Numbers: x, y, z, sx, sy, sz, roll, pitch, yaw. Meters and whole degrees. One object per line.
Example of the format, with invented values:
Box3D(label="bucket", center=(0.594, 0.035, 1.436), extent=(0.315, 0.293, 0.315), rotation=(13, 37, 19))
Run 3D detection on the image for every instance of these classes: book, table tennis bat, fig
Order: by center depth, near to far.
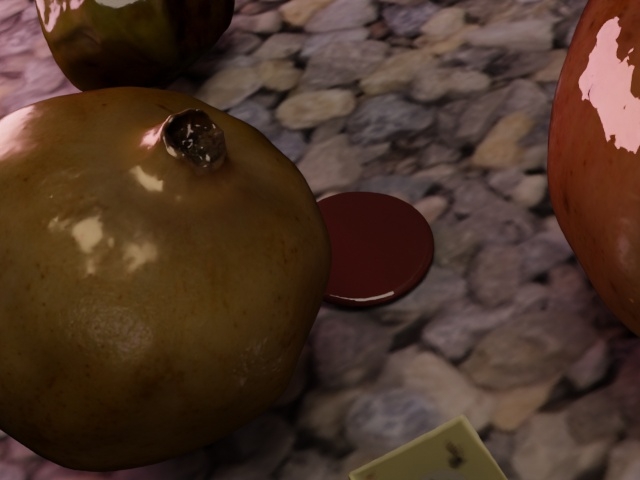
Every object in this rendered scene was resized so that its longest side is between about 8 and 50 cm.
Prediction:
Box3D(label="book", center=(0.073, 0.153, 0.592), extent=(0.077, 0.014, 0.111), rotation=(-24, 50, -10))
Box3D(label="table tennis bat", center=(0.000, 0.000, 0.737), extent=(0.154, 0.019, 0.098), rotation=(8, 52, 14))
Box3D(label="fig", center=(-0.159, -0.197, 0.855), extent=(0.166, 0.154, 0.144), rotation=(50, 25, 4))

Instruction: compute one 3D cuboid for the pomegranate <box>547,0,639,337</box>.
Box3D(label="pomegranate", center=(0.281, -0.072, 0.544), extent=(0.338, 0.338, 0.338), rotation=(-5, 49, 6))

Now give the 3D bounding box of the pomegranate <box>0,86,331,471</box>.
Box3D(label="pomegranate", center=(-0.106, 0.021, 0.617), extent=(0.233, 0.233, 0.233), rotation=(-5, 49, 6))
